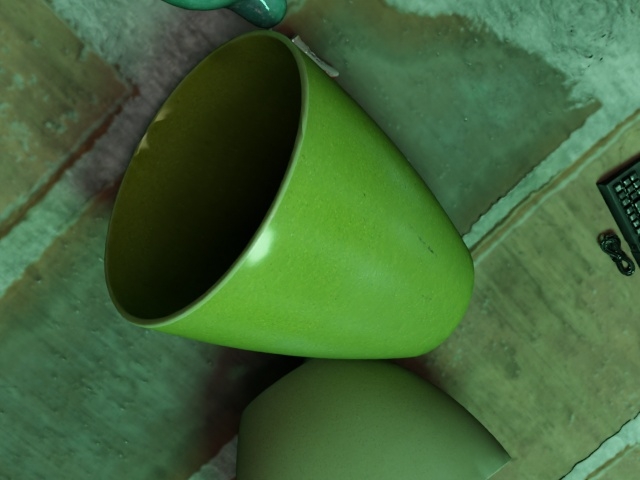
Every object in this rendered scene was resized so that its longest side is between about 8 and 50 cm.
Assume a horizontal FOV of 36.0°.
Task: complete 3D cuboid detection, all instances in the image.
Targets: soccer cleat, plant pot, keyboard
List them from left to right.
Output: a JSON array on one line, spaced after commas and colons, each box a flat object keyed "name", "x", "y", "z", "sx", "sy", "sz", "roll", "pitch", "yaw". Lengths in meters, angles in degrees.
[{"name": "soccer cleat", "x": -0.019, "y": -0.179, "z": 0.951, "sx": 0.083, "sy": 0.029, "sz": 0.036, "roll": 16, "pitch": 111, "yaw": -11}, {"name": "plant pot", "x": 0.000, "y": 0.000, "z": 0.915, "sx": 0.293, "sy": 0.275, "sz": 0.275, "roll": 28, "pitch": 103, "yaw": -35}, {"name": "plant pot", "x": 0.023, "y": 0.223, "z": 1.004, "sx": 0.284, "sy": 0.284, "sz": 0.191, "roll": -36, "pitch": 76, "yaw": 4}, {"name": "keyboard", "x": 0.367, "y": -0.003, "z": 1.093, "sx": 0.108, "sy": 0.023, "sz": 0.180, "roll": -33, "pitch": 112, "yaw": 3}]

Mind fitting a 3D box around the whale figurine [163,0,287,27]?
[{"name": "whale figurine", "x": -0.048, "y": -0.288, "z": 0.843, "sx": 0.271, "sy": 0.141, "sz": 0.216, "roll": -5, "pitch": 111, "yaw": -9}]
